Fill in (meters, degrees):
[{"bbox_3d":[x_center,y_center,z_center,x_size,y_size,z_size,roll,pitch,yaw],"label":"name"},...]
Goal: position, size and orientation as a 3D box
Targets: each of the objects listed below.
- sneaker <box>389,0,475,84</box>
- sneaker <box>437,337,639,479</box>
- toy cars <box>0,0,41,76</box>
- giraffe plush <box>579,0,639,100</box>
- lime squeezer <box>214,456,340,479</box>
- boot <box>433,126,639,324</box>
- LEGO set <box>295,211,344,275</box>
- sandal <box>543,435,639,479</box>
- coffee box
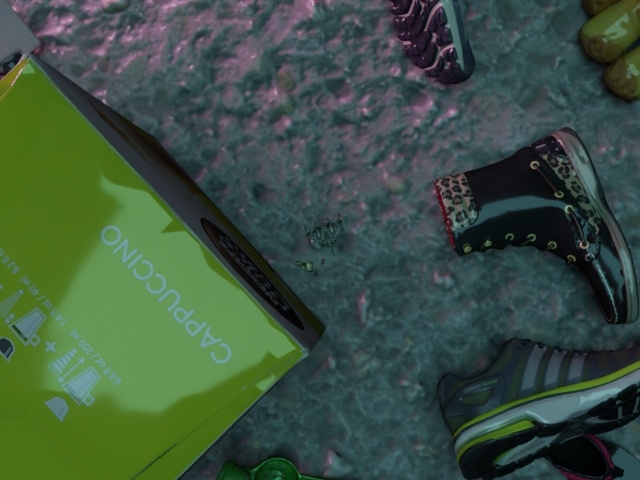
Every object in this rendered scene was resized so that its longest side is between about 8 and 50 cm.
[{"bbox_3d":[0.144,-0.330,0.814,0.122,0.110,0.283,-20,93,-18],"label":"sneaker"},{"bbox_3d":[0.268,0.154,0.768,0.300,0.111,0.121,-16,48,-13],"label":"sneaker"},{"bbox_3d":[-0.463,-0.115,0.837,0.177,0.087,0.393,10,84,-31],"label":"toy cars"},{"bbox_3d":[0.414,-0.272,0.760,0.210,0.170,0.181,-27,85,1],"label":"giraffe plush"},{"bbox_3d":[-0.065,0.283,0.760,0.310,0.110,0.058,11,98,-37],"label":"lime squeezer"},{"bbox_3d":[0.246,0.003,0.795,0.179,0.085,0.236,-18,79,4],"label":"boot"},{"bbox_3d":[0.002,0.002,0.837,0.054,0.023,0.083,12,87,4],"label":"LEGO set"},{"bbox_3d":[0.296,0.247,0.794,0.179,0.040,0.067,30,86,5],"label":"sandal"},{"bbox_3d":[-0.230,0.090,0.688,0.338,0.334,0.337,-43,85,0],"label":"coffee box"}]
